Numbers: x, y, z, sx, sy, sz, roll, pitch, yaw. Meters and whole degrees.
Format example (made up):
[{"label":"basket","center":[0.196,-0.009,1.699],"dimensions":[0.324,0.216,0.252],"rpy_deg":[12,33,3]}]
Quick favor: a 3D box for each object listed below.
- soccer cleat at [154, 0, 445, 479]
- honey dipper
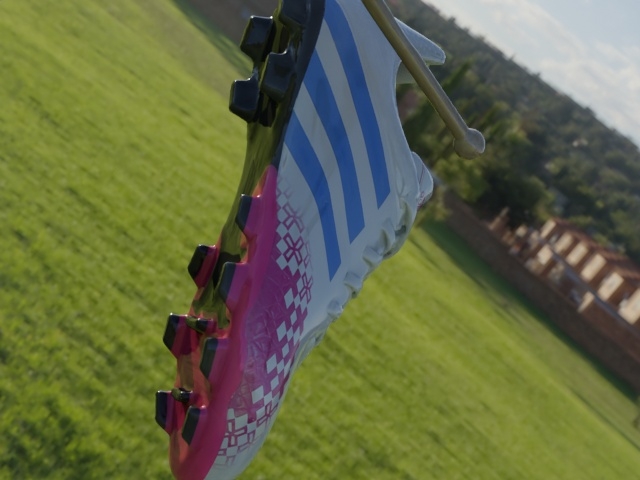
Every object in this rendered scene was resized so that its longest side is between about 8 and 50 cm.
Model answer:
[{"label":"soccer cleat","center":[0.000,0.000,0.684],"dimensions":[0.143,0.331,0.116],"rpy_deg":[18,-11,-21]},{"label":"honey dipper","center":[0.044,-0.103,0.584],"dimensions":[0.161,0.030,0.030],"rpy_deg":[53,3,-27]}]
